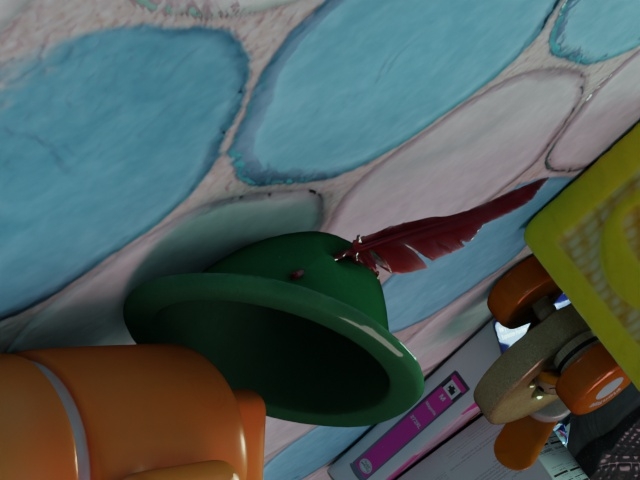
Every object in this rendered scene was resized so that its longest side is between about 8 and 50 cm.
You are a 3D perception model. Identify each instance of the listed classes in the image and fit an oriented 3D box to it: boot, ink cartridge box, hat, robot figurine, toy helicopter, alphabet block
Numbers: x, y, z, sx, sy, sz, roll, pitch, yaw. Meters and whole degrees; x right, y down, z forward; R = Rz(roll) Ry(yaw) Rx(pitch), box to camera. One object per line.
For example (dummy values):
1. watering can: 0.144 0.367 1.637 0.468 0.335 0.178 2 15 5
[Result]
1. boot: 0.371 0.151 1.556 0.118 0.222 0.338 9 145 -20
2. ink cartridge box: 0.176 0.169 1.492 0.176 0.069 0.371 -11 148 -51
3. hat: 0.000 0.000 0.801 0.173 0.183 0.208 -13 141 41
4. robot figurine: -0.129 0.120 0.704 0.219 0.158 0.128 2 130 -46
5. toy helicopter: 0.298 0.111 1.351 0.355 0.140 0.235 -17 146 -36
6. alphabet block: 0.331 -0.001 1.126 0.193 0.192 0.197 -47 158 28

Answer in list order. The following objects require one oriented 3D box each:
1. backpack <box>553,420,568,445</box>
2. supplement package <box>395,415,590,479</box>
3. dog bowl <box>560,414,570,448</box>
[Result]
1. backpack: 0.239 0.290 1.816 0.158 0.117 0.173 -21 160 -34
2. supplement package: 0.212 0.322 1.511 0.194 0.203 0.149 -40 162 16
3. dog bowl: 0.462 0.293 2.105 0.408 0.150 0.408 -37 163 -13
